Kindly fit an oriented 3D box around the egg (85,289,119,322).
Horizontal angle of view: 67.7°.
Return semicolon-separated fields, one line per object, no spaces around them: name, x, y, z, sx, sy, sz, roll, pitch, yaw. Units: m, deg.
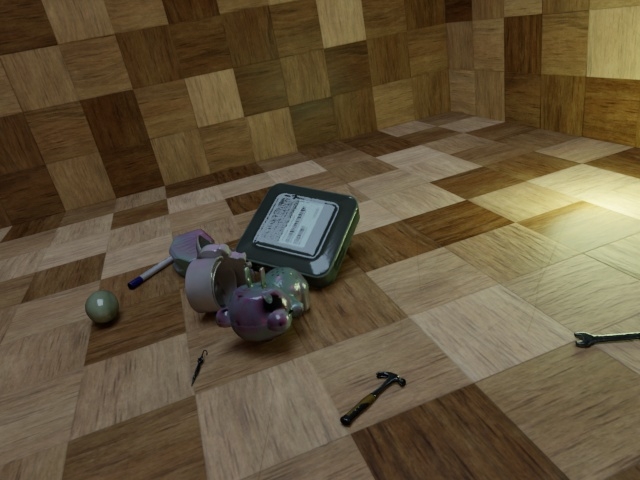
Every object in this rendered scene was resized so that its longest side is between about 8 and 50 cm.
egg;-0.807;0.247;1.768;0.114;0.114;0.152;-23;33;-23

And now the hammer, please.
hammer;0.122;0.389;1.187;0.201;0.021;0.078;-28;30;-35

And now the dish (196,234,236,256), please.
dish;-0.402;0.075;1.903;0.212;0.077;0.151;23;21;-41

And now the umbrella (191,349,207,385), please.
umbrella;-0.365;0.375;1.421;0.022;0.022;0.149;-32;19;19

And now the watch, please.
watch;-0.351;0.156;1.699;0.196;0.244;0.231;-7;47;16

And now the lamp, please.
lamp;-0.163;0.179;1.506;0.247;0.247;0.301;3;21;23

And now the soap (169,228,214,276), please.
soap;-0.542;0.062;2.061;0.192;0.109;0.324;-23;28;-22

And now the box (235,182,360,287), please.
box;-0.084;-0.034;1.839;0.396;0.111;0.396;12;56;18

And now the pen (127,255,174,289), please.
pen;-0.725;0.131;2.079;0.033;0.033;0.269;5;29;31

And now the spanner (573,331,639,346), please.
spanner;0.784;0.246;1.223;0.254;0.015;0.054;-7;25;10
